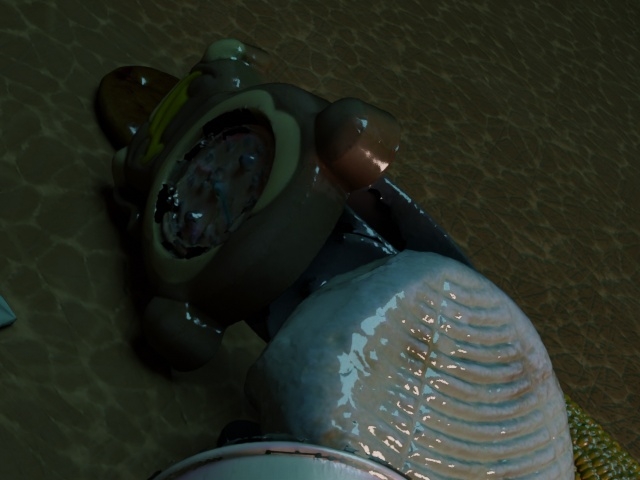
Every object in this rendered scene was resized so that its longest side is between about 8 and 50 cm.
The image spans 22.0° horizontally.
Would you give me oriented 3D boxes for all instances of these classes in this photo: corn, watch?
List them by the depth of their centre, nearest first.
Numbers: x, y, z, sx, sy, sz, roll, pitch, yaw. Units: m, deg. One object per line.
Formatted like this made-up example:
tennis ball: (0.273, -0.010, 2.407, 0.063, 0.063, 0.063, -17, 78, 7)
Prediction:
watch: (0.000, 0.000, 1.648, 0.327, 0.314, 0.335, 32, 15, -39)
corn: (0.325, 0.294, 1.742, 0.310, 0.101, 0.101, 50, 29, 19)

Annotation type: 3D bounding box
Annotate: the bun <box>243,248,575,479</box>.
bun: (0.068, 0.178, 1.425, 0.354, 0.194, 0.354, 11, 74, -43)

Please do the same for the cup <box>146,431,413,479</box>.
cup: (-0.033, 0.314, 1.145, 0.253, 0.253, 0.274, 29, 35, -18)

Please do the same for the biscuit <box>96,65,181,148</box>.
biscuit: (-0.157, -0.125, 1.851, 0.212, 0.036, 0.212, 30, 28, -18)

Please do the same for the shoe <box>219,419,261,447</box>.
shoe: (-0.007, 0.211, 1.519, 0.179, 0.049, 0.071, 36, 27, -6)

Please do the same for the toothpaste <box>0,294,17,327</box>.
toothpaste: (-0.322, 0.073, 1.360, 0.064, 0.041, 0.218, 51, 25, 0)
